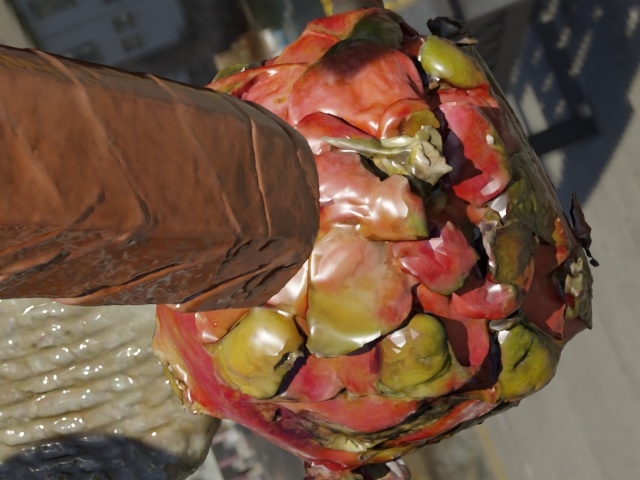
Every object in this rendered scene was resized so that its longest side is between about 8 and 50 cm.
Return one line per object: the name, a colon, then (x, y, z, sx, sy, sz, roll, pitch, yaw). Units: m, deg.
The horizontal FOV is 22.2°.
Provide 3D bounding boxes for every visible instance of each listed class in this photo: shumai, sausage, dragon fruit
shumai: (-0.192, 0.089, 1.420, 0.267, 0.314, 0.262, 54, -159, -13)
sausage: (-0.055, -0.013, 0.422, 0.169, 0.065, 0.065, 6, -125, -52)
dragon fruit: (0.000, 0.000, 1.018, 0.314, 0.296, 0.263, 58, -167, 9)
